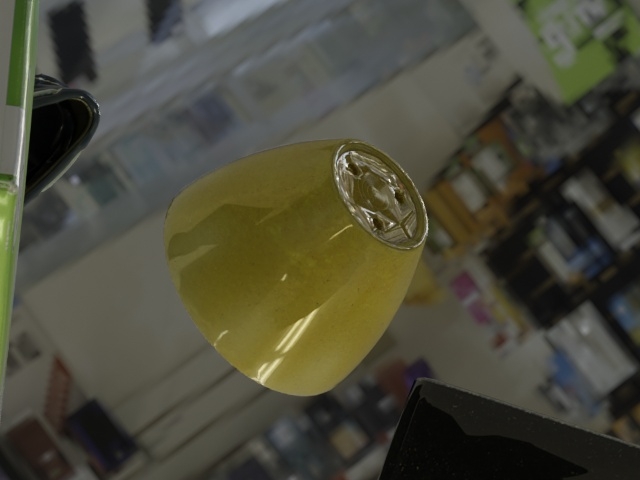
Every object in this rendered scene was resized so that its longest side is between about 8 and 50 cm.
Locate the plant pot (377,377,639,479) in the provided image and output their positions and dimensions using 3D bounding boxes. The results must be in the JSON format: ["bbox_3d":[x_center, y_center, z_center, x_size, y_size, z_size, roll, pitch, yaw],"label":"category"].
[{"bbox_3d":[0.098,0.178,0.595,0.167,0.187,0.188,-60,142,-18],"label":"plant pot"}]

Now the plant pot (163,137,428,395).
[{"bbox_3d":[0.000,0.000,0.995,0.095,0.134,0.134,-37,172,34],"label":"plant pot"}]

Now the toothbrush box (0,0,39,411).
[{"bbox_3d":[-0.185,-0.006,0.790,0.122,0.206,0.283,6,137,-10],"label":"toothbrush box"}]

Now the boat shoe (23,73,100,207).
[{"bbox_3d":[-0.252,-0.027,1.236,0.254,0.095,0.079,-32,-161,-29],"label":"boat shoe"}]
